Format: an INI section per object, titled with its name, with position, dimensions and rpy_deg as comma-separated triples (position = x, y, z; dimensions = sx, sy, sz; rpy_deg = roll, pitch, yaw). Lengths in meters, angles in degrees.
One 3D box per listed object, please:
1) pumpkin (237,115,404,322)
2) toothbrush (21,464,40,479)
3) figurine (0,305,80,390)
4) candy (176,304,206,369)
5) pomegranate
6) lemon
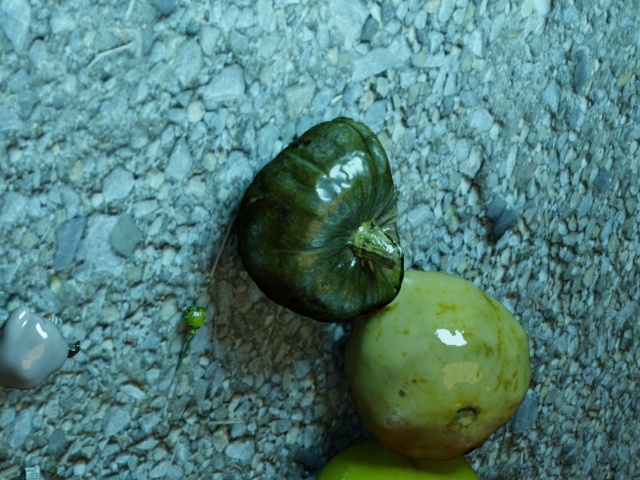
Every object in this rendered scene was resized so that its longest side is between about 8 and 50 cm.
[pumpkin]
position = 0.000, 0.000, 1.437
dimensions = 0.232, 0.242, 0.325
rpy_deg = -29, 122, -31
[toothbrush]
position = -0.437, 0.480, 1.422
dimensions = 0.025, 0.019, 0.276
rpy_deg = 6, 79, -40
[figurine]
position = -0.436, 0.147, 1.291
dimensions = 0.229, 0.112, 0.137
rpy_deg = 6, 114, -26
[candy]
position = -0.211, 0.156, 1.506
dimensions = 0.035, 0.035, 0.123
rpy_deg = 7, 117, -26
[pomegranate]
position = 0.202, 0.204, 1.648
dimensions = 0.342, 0.342, 0.342
rpy_deg = -16, 120, -29
[lemon]
position = 0.139, 0.513, 1.732
dimensions = 0.348, 0.348, 0.348
rpy_deg = -16, 120, -29
